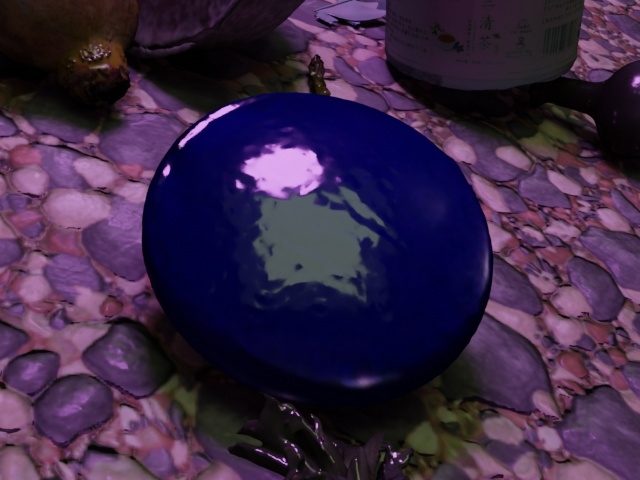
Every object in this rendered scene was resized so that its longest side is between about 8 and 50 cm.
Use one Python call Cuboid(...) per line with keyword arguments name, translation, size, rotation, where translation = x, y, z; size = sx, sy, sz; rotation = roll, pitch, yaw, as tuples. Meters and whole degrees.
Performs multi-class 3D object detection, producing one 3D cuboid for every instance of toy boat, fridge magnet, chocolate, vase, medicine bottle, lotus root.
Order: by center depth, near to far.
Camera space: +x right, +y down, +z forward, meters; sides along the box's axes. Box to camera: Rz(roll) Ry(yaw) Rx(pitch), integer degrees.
Cuboid(name="fridge magnet", translation=(0.000, 0.000, 0.621), size=(0.265, 0.113, 0.266), rotation=(7, 56, -11))
Cuboid(name="lotus root", translation=(-0.282, -0.256, 0.823), size=(0.309, 0.173, 0.173), rotation=(44, 44, 18))
Cuboid(name="chocolate", translation=(-0.103, -0.340, 0.917), size=(0.303, 0.303, 0.213), rotation=(40, 23, 25))
Cuboid(name="medicine bottle", translation=(0.198, -0.355, 0.979), size=(0.245, 0.290, 0.245), rotation=(-2, 31, 1))
Cuboid(name="vase", translation=(0.348, -0.173, 1.022), size=(0.182, 0.120, 0.120), rotation=(21, 35, 24))
Cuboid(name="toy boat", translation=(0.062, -0.324, 1.139), size=(0.105, 0.034, 0.149), rotation=(23, 37, 9))

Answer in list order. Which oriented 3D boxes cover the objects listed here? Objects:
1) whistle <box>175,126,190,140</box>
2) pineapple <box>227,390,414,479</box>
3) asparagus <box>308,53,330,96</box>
Cuboid(name="whistle", translation=(-0.026, -0.056, 0.753), size=(0.220, 0.057, 0.107), rotation=(18, 43, 3))
Cuboid(name="pineapple", translation=(0.022, 0.202, 0.403), size=(0.170, 0.141, 0.310), rotation=(5, 32, -10))
Cuboid(name="asparagus", translation=(0.012, -0.136, 0.896), size=(0.025, 0.024, 0.248), rotation=(47, 18, -40))
